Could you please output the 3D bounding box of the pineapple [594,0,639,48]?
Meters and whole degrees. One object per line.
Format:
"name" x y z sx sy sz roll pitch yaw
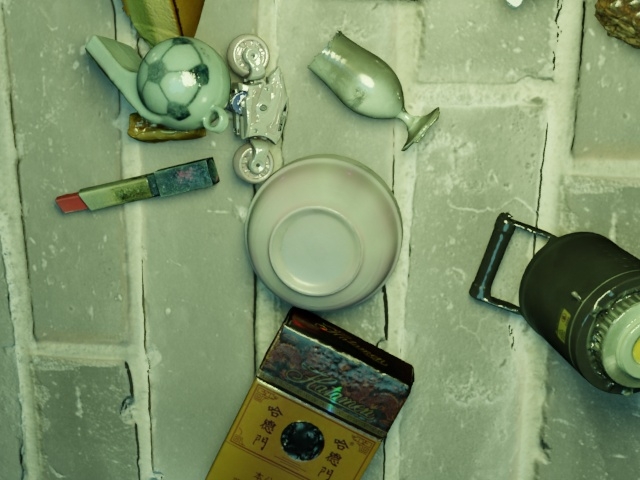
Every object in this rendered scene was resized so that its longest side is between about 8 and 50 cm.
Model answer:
"pineapple" 0.558 -0.464 1.152 0.175 0.175 0.361 34 93 -2

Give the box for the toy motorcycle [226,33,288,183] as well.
"toy motorcycle" -0.106 -0.225 1.325 0.113 0.112 0.254 -1 103 7

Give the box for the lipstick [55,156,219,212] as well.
"lipstick" -0.341 -0.092 1.405 0.312 0.051 0.051 -12 105 11

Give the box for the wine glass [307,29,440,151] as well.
"wine glass" 0.087 -0.248 1.282 0.222 0.103 0.103 38 106 -4

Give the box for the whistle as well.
"whistle" -0.244 -0.276 1.260 0.163 0.163 0.289 -48 70 16

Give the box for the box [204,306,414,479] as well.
"box" -0.031 0.357 1.451 0.264 0.116 0.415 28 107 0

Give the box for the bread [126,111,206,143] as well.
"bread" -0.270 -0.199 1.356 0.132 0.074 0.053 0 93 5

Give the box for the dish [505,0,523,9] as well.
"dish" 0.333 -0.473 1.195 0.237 0.086 0.227 4 102 18

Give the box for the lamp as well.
"lamp" 0.450 0.111 1.244 0.374 0.272 0.205 19 105 2

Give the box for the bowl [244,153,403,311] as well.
"bowl" 0.000 0.000 1.339 0.287 0.144 0.286 2 104 6

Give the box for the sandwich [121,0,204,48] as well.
"sandwich" -0.243 -0.438 1.276 0.108 0.220 0.186 19 70 5
